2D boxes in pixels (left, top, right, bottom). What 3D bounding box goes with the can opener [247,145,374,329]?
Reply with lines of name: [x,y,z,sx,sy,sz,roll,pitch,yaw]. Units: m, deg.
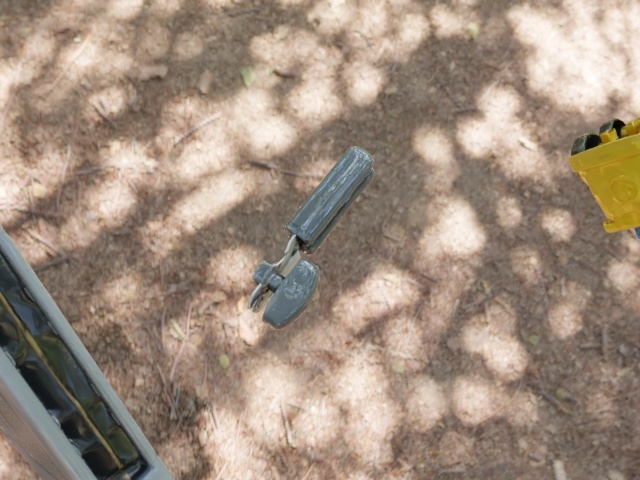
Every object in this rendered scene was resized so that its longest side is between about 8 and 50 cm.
can opener: [0.000,0.000,1.130,0.095,0.076,0.283,35,76,15]

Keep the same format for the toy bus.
toy bus: [0.499,-0.090,1.184,0.220,0.149,0.211,-29,96,-43]

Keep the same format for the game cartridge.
game cartridge: [-0.213,0.070,0.532,0.062,0.297,0.198,-38,29,-25]
